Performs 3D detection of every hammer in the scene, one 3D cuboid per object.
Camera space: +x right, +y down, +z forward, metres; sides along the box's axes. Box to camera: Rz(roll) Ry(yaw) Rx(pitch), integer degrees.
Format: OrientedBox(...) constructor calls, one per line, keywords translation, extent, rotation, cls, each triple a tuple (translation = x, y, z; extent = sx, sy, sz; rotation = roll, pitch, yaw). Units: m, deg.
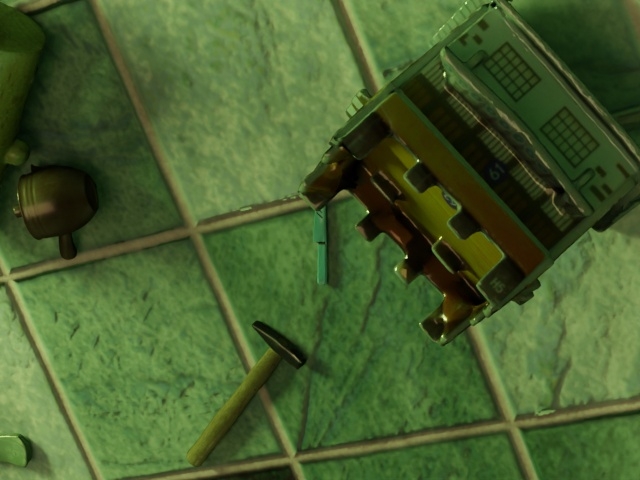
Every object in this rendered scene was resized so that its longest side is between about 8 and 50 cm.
OrientedBox(translation=(-0.085, 0.157, 1.842), extent=(0.062, 0.013, 0.199), rotation=(42, 127, 6), cls="hammer")

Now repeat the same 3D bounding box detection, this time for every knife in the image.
OrientedBox(translation=(0.000, 0.000, 1.719), extent=(0.014, 0.005, 0.091), rotation=(12, 118, 23), cls="knife")

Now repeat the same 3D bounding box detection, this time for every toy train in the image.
OrientedBox(translation=(-0.372, -0.128, 1.822), extent=(0.189, 0.126, 0.307), rotation=(14, 125, -13), cls="toy train")

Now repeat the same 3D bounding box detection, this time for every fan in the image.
OrientedBox(translation=(-0.396, 0.221, 2.055), extent=(0.193, 0.016, 0.038), rotation=(2, 112, 28), cls="fan")

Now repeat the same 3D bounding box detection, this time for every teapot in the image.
OrientedBox(translation=(-0.252, -0.030, 1.831), extent=(0.080, 0.085, 0.110), rotation=(-13, 138, 11), cls="teapot")

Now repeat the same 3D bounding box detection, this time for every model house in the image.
OrientedBox(translation=(0.131, -0.059, 1.484), extent=(0.224, 0.215, 0.198), rotation=(47, 166, 3), cls="model house")
